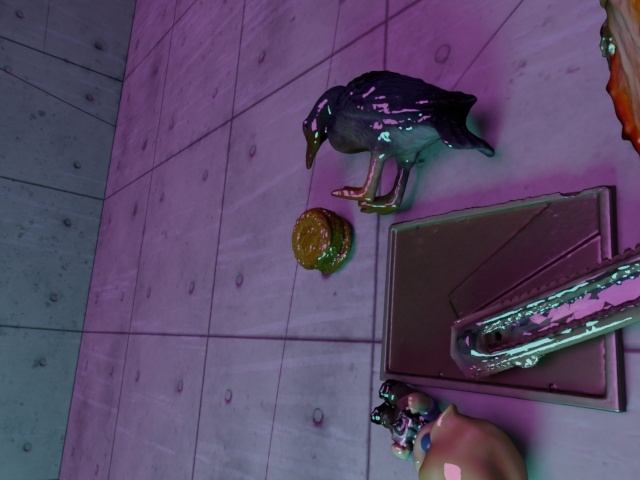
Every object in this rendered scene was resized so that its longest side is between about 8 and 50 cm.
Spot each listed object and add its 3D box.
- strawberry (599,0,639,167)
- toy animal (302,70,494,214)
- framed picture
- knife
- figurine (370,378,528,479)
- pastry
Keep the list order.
[{"bbox_3d":[0.294,-0.120,0.376,0.111,0.190,0.237,-13,67,18],"label":"strawberry"},{"bbox_3d":[0.083,-0.136,0.676,0.298,0.122,0.185,-4,76,51],"label":"toy animal"},{"bbox_3d":[0.179,0.063,0.575,0.289,0.020,0.211,-11,71,51],"label":"framed picture"},{"bbox_3d":[0.259,0.048,0.431,0.365,0.043,0.089,-31,56,38],"label":"knife"},{"bbox_3d":[0.121,0.213,0.537,0.196,0.108,0.114,31,100,55],"label":"figurine"},{"bbox_3d":[0.000,0.000,0.795,0.109,0.057,0.097,31,106,53],"label":"pastry"}]
